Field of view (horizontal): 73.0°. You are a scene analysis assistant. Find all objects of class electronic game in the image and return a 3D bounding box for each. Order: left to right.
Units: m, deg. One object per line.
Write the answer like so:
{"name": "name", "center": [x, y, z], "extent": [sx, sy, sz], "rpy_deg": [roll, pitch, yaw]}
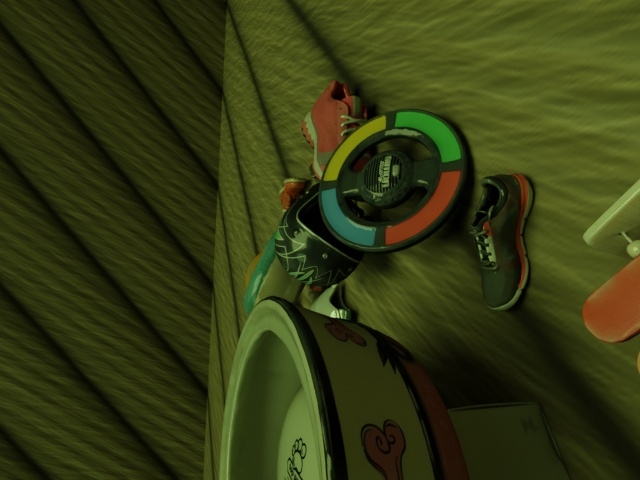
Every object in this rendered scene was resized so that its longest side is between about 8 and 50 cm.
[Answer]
{"name": "electronic game", "center": [0.097, -0.090, 0.628], "extent": [0.229, 0.048, 0.229], "rpy_deg": [-14, 62, 27]}

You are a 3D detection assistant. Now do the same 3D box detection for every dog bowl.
{"name": "dog bowl", "center": [-0.002, 0.270, 0.469], "extent": [0.408, 0.150, 0.408], "rpy_deg": [-173, 90, -69]}

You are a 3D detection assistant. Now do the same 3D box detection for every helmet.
{"name": "helmet", "center": [0.000, 0.000, 0.744], "extent": [0.161, 0.169, 0.169], "rpy_deg": [-62, 14, -24]}

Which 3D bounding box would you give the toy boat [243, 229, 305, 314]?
{"name": "toy boat", "center": [-0.108, 0.095, 1.014], "extent": [0.318, 0.148, 0.267], "rpy_deg": [105, -168, -53]}

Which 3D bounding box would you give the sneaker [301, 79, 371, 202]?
{"name": "sneaker", "center": [0.043, -0.201, 0.826], "extent": [0.136, 0.116, 0.314], "rpy_deg": [-61, 35, 36]}

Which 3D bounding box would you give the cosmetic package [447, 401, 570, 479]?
{"name": "cosmetic package", "center": [0.130, 0.300, 0.507], "extent": [0.296, 0.129, 0.153], "rpy_deg": [125, 145, -49]}

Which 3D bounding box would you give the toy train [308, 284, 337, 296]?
{"name": "toy train", "center": [0.025, 0.058, 0.891], "extent": [0.166, 0.046, 0.125], "rpy_deg": [161, 123, -68]}

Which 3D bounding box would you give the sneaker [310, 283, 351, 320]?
{"name": "sneaker", "center": [0.032, 0.177, 0.841], "extent": [0.094, 0.080, 0.212], "rpy_deg": [-53, 36, 33]}

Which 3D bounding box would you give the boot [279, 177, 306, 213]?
{"name": "boot", "center": [-0.073, -0.119, 1.164], "extent": [0.158, 0.059, 0.085], "rpy_deg": [142, 126, -71]}

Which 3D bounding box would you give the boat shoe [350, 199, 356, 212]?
{"name": "boat shoe", "center": [0.040, -0.092, 0.893], "extent": [0.056, 0.048, 0.153], "rpy_deg": [149, 122, -63]}

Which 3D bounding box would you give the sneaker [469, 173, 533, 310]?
{"name": "sneaker", "center": [0.193, 0.000, 0.493], "extent": [0.061, 0.064, 0.158], "rpy_deg": [-179, 93, -67]}

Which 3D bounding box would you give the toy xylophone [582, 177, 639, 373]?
{"name": "toy xylophone", "center": [0.301, 0.050, 0.210], "extent": [0.323, 0.081, 0.236], "rpy_deg": [-113, 35, -47]}
